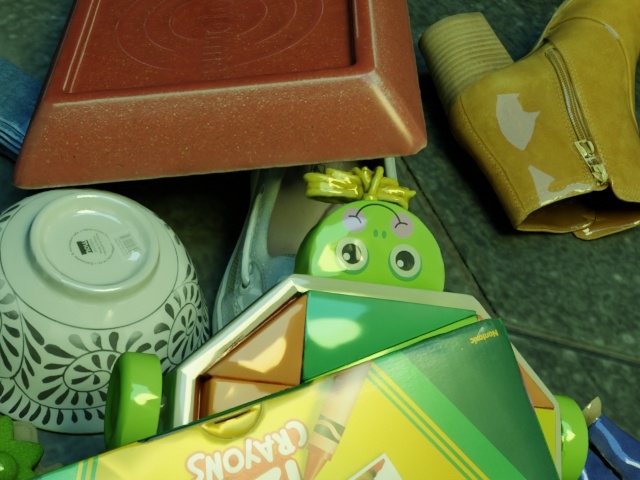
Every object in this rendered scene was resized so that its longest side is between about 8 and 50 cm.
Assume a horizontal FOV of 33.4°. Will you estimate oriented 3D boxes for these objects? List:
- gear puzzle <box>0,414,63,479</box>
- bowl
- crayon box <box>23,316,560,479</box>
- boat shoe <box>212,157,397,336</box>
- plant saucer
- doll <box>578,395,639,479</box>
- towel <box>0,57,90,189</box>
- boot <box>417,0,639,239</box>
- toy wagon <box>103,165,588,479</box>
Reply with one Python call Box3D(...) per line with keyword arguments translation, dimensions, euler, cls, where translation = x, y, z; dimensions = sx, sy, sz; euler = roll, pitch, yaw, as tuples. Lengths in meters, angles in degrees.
Box3D(translation=(-0.207, 0.159, 0.529), dimensions=(0.339, 0.044, 0.175), euler=(2, 52, -21), cls="gear puzzle")
Box3D(translation=(-0.141, 0.024, 0.644), dimensions=(0.170, 0.080, 0.170), euler=(11, 50, -13), cls="bowl")
Box3D(translation=(-0.024, 0.154, 0.460), dimensions=(0.279, 0.081, 0.165), euler=(-17, 83, -24), cls="crayon box")
Box3D(translation=(0.003, 0.000, 0.706), dimensions=(0.118, 0.103, 0.320), euler=(15, 49, -10), cls="boat shoe")
Box3D(translation=(-0.066, -0.140, 0.730), dimensions=(0.259, 0.047, 0.258), euler=(-4, 40, 3), cls="plant saucer")
Box3D(translation=(0.230, 0.185, 0.684), dimensions=(0.129, 0.046, 0.189), euler=(-30, 67, -36), cls="doll")
Box3D(translation=(-0.198, -0.082, 0.742), dimensions=(0.119, 0.029, 0.067), euler=(33, 47, 7), cls="towel")
Box3D(translation=(0.239, -0.109, 0.905), dimensions=(0.295, 0.104, 0.211), euler=(-14, 64, -25), cls="boot")
Box3D(translation=(0.020, 0.117, 0.568), dimensions=(0.267, 0.068, 0.344), euler=(8, 75, -19), cls="toy wagon")
